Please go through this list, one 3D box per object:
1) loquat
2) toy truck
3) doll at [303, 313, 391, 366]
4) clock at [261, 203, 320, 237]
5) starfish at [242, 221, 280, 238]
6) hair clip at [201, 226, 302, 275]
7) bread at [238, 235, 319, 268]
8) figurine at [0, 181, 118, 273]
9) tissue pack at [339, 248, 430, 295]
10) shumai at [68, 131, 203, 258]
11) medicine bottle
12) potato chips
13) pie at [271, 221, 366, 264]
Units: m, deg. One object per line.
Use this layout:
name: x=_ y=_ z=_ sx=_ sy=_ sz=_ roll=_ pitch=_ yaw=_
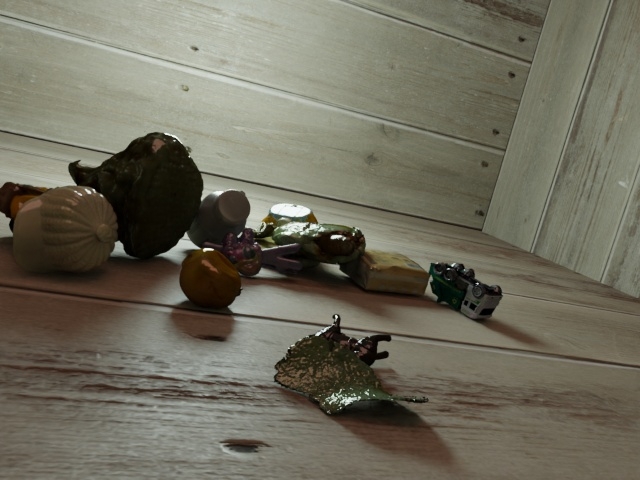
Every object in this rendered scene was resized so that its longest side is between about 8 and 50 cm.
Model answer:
loquat: x=-0.223 y=0.080 z=1.161 sx=0.137 sy=0.113 sz=0.137 roll=30 pitch=-4 yaw=3
toy truck: x=0.404 y=0.146 z=1.627 sx=0.110 sy=0.116 sz=0.216 roll=3 pitch=22 yaw=-41
doll: x=0.040 y=0.196 z=1.043 sx=0.138 sy=0.057 sz=0.165 roll=20 pitch=21 yaw=23
clock: x=-0.096 y=-0.040 z=1.855 sx=0.230 sy=0.144 sz=0.103 roll=12 pitch=37 yaw=26
starfish: x=-0.202 y=-0.033 z=1.711 sx=0.175 sy=0.053 sz=0.208 roll=6 pitch=1 yaw=14
hair clip: x=-0.164 y=0.034 z=1.472 sx=0.278 sy=0.137 sz=0.090 roll=9 pitch=-24 yaw=-30
bread: x=-0.122 y=0.035 z=1.703 sx=0.266 sy=0.041 sz=0.267 roll=13 pitch=10 yaw=-2
figurine: x=-0.555 y=-0.048 z=1.201 sx=0.204 sy=0.185 sz=0.332 roll=-30 pitch=35 yaw=-20
tissue pack: x=0.186 y=0.091 z=1.678 sx=0.222 sy=0.091 sz=0.186 roll=6 pitch=15 yaw=-29
shumai: x=-0.471 y=-0.133 z=1.367 sx=0.288 sy=0.330 sz=0.292 roll=28 pitch=39 yaw=18
medicine bottle: x=-0.272 y=-0.060 z=1.536 sx=0.134 sy=0.135 sz=0.215 roll=8 pitch=-20 yaw=-30
potato chips: x=0.052 y=0.225 z=0.900 sx=0.228 sy=0.059 sz=0.167 roll=26 pitch=21 yaw=29
pie: x=-0.001 y=-0.001 z=1.635 sx=0.274 sy=0.106 sz=0.257 roll=5 pitch=9 yaw=12
